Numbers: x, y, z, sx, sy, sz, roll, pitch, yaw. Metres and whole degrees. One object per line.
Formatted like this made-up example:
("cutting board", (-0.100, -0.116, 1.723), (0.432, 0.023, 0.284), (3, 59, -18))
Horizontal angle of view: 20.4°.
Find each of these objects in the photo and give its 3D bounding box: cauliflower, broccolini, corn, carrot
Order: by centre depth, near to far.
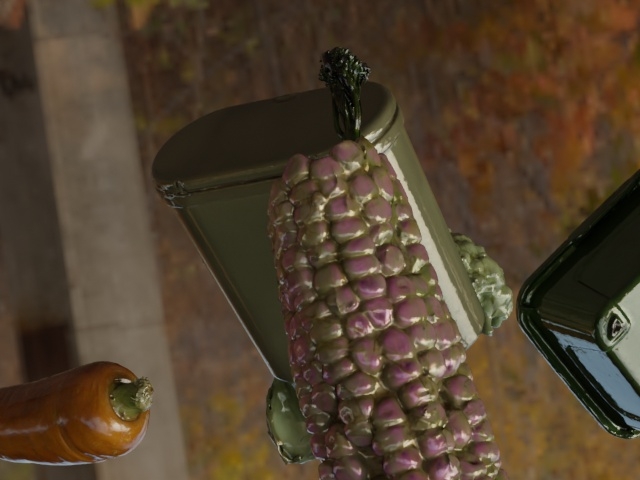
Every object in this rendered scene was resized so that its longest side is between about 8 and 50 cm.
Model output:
("carrot", (-0.206, 0.117, 1.109), (0.257, 0.061, 0.061), (-11, 174, 29))
("corn", (0.042, 0.105, 1.123), (0.127, 0.335, 0.126), (-19, 175, -2))
("broccolini", (0.027, -0.053, 1.392), (0.042, 0.218, 0.044), (-13, 160, 19))
("cauliflower", (0.028, 0.052, 1.801), (0.327, 0.260, 0.281), (-2, -161, 14))

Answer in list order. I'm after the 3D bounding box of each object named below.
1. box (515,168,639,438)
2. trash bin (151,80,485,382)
("box", (0.421, 0.058, 2.034), (0.329, 0.252, 0.178), (-45, -163, -10))
("trash bin", (0.000, 0.000, 1.585), (0.243, 0.247, 0.121), (-8, -147, 31))
